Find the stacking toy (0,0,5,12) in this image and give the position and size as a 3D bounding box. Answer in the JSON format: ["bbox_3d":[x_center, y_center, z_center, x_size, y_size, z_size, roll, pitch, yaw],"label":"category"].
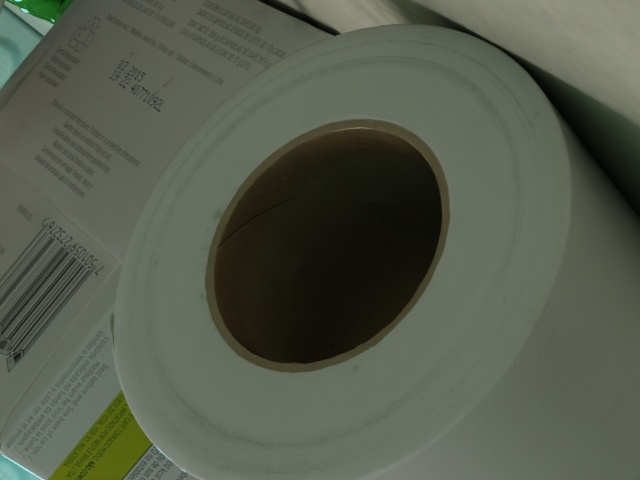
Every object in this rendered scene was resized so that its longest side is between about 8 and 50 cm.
[{"bbox_3d":[-0.338,-0.261,1.077,0.350,0.350,0.480,40,161,-12],"label":"stacking toy"}]

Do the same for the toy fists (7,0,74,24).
[{"bbox_3d":[-0.219,-0.227,1.543,0.279,0.096,0.142,37,-173,19],"label":"toy fists"}]

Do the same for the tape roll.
[{"bbox_3d":[0.043,0.039,0.820,0.246,0.246,0.169,37,176,42],"label":"tape roll"}]

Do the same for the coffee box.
[{"bbox_3d":[-0.075,0.031,1.254,0.334,0.338,0.337,40,177,-36],"label":"coffee box"}]
